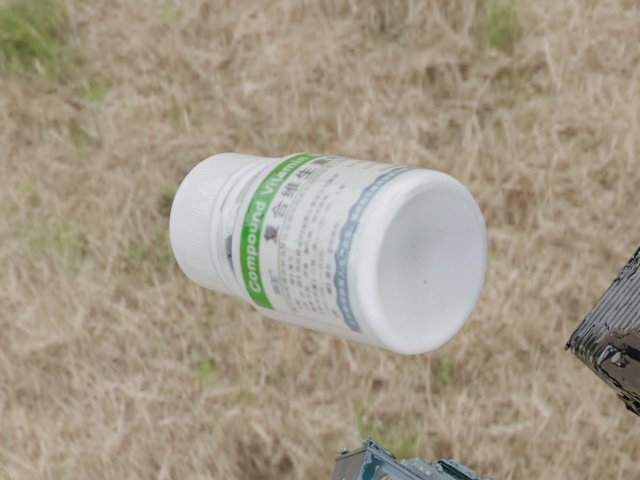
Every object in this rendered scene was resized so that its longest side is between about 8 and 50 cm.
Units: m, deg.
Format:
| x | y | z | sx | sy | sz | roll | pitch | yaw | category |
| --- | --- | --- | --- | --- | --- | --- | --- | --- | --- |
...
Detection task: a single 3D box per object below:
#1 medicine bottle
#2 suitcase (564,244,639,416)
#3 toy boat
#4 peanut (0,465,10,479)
| x | y | z | sx | sy | sz | roll | pitch | yaw | category |
| --- | --- | --- | --- | --- | --- | --- | --- | --- | --- |
| 0.000 | 0.000 | 1.140 | 0.237 | 0.139 | 0.139 | 14 | 55 | 47 | medicine bottle |
| 0.358 | 0.016 | 1.071 | 0.152 | 0.229 | 0.335 | 36 | 90 | -15 | suitcase |
| 0.149 | 0.313 | 1.667 | 0.296 | 0.114 | 0.122 | 30 | 69 | -9 | toy boat |
| -0.378 | 0.293 | 1.521 | 0.140 | 0.109 | 0.159 | -23 | 59 | 13 | peanut |
